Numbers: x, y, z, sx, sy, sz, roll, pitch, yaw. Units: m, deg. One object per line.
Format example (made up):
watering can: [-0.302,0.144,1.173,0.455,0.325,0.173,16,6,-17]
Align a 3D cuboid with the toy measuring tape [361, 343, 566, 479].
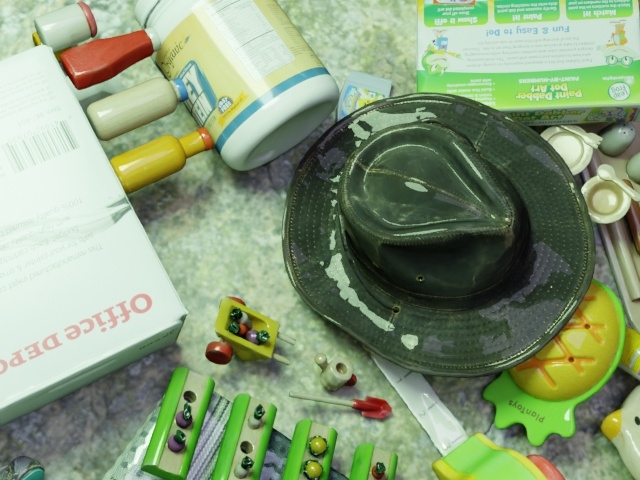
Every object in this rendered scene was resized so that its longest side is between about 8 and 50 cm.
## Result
toy measuring tape: [0.156,0.215,1.099,0.121,0.121,0.330,-32,82,-17]

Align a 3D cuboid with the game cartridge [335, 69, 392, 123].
game cartridge: [0.046,-0.150,1.238,0.056,0.017,0.083,13,72,-3]

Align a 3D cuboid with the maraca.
maraca: [0.244,0.122,1.151,0.127,0.099,0.186,23,83,33]

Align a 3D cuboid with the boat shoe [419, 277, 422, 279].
boat shoe: [0.135,0.065,1.172,0.048,0.056,0.153,-6,74,-23]

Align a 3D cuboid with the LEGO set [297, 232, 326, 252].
LEGO set: [-0.001,-0.003,1.180,0.054,0.023,0.083,38,71,2]

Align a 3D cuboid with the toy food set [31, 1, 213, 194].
toy food set: [-0.208,-0.168,1.127,0.104,0.111,0.232,-25,57,-17]

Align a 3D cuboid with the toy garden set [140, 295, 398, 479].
toy garden set: [-0.028,0.171,1.078,0.244,0.049,0.204,24,51,-11]

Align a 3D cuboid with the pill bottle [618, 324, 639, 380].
pill bottle: [0.329,0.116,1.182,0.043,0.043,0.083,-41,52,-18]

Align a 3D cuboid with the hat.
hat: [0.118,-0.033,1.099,0.331,0.134,0.331,-1,69,3]

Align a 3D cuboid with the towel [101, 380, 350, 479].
towel: [-0.099,0.339,1.056,0.312,0.056,0.324,34,68,-2]

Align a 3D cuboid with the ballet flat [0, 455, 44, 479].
ballet flat: [-0.314,0.249,1.046,0.041,0.041,0.114,44,71,4]

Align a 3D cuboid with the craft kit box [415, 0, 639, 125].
craft kit box: [0.233,-0.251,1.244,0.249,0.061,0.247,-1,70,9]

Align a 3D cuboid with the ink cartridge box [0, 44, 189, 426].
ink cartridge box: [-0.298,0.002,1.068,0.223,0.129,0.307,-26,80,-17]

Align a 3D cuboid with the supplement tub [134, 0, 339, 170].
supplement tub: [-0.090,-0.190,1.156,0.144,0.144,0.200,-33,82,-18]

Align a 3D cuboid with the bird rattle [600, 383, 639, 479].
bird rattle: [0.411,0.222,1.143,0.253,0.143,0.207,-28,64,-20]

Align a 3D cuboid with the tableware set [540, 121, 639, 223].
tableware set: [0.259,-0.045,1.212,0.168,0.020,0.141,-43,69,3]

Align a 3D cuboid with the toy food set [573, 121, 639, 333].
toy food set: [0.427,-0.048,1.237,0.219,0.092,0.306,-11,76,-13]
